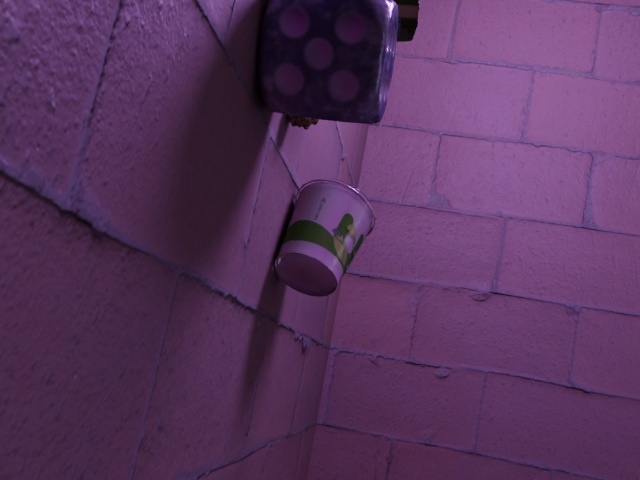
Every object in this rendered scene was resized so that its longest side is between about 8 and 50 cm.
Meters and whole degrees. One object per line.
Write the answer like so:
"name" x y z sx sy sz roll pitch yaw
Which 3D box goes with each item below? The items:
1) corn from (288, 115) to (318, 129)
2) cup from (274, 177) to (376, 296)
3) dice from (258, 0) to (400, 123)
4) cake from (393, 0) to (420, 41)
"corn" -0.030 -0.389 1.834 0.087 0.087 0.211 85 14 -57
"cup" 0.000 0.000 1.985 0.253 0.253 0.274 88 22 -49
"dice" 0.022 -0.406 1.530 0.270 0.271 0.270 -46 144 -74
"cake" 0.140 -0.682 2.057 0.172 0.283 0.158 -100 -167 -63
